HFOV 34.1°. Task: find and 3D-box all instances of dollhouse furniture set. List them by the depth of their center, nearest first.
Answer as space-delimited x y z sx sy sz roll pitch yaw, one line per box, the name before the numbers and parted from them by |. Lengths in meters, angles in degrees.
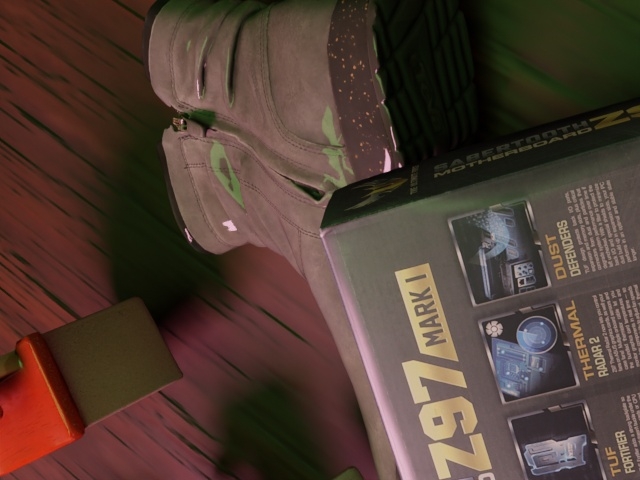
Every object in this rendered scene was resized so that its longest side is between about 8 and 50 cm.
dollhouse furniture set | -0.101 0.173 0.513 0.262 0.135 0.259 -31 86 47

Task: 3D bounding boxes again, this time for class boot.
boot | 0.000 0.000 0.485 0.161 0.083 0.247 2 105 44

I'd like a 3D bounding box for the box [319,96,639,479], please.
box | 0.121 0.069 0.373 0.183 0.059 0.233 -17 103 11
